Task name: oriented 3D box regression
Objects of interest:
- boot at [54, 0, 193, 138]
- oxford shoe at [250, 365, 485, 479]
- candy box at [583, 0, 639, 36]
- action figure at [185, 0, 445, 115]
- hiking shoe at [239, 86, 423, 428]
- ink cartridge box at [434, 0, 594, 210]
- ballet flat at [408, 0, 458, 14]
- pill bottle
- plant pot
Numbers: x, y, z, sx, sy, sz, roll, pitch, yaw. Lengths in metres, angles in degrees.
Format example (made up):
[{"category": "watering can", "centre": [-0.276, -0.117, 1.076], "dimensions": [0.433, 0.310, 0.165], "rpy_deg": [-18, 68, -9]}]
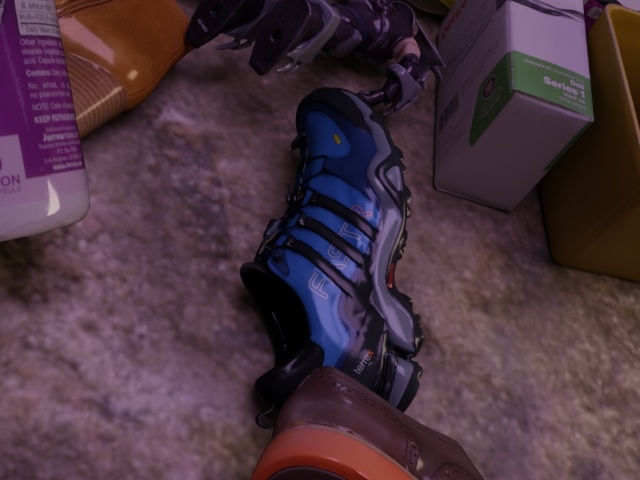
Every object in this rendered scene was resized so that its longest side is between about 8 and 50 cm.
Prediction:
[{"category": "boot", "centre": [-0.263, -0.217, 0.959], "dimensions": [0.295, 0.104, 0.211], "rpy_deg": [40, 44, -5]}, {"category": "oxford shoe", "centre": [0.116, 0.225, 0.826], "dimensions": [0.363, 0.130, 0.133], "rpy_deg": [42, 33, -15]}, {"category": "candy box", "centre": [0.343, -0.201, 1.214], "dimensions": [0.233, 0.159, 0.071], "rpy_deg": [14, 56, -18]}, {"category": "action figure", "centre": [0.011, -0.203, 1.072], "dimensions": [0.185, 0.099, 0.285], "rpy_deg": [42, 27, 23]}, {"category": "hiking shoe", "centre": [0.000, 0.000, 0.922], "dimensions": [0.132, 0.113, 0.304], "rpy_deg": [4, 62, -23]}, {"category": "ink cartridge box", "centre": [0.186, -0.168, 1.108], "dimensions": [0.092, 0.160, 0.219], "rpy_deg": [17, 54, -15]}, {"category": "ballet flat", "centre": [0.095, -0.293, 1.180], "dimensions": [0.231, 0.077, 0.077], "rpy_deg": [24, 48, -30]}, {"category": "pill bottle", "centre": [-0.267, -0.148, 0.776], "dimensions": [0.169, 0.169, 0.302], "rpy_deg": [-14, 98, -34]}, {"category": "plant pot", "centre": [0.327, -0.070, 1.098], "dimensions": [0.212, 0.187, 0.212], "rpy_deg": [12, 55, -22]}]
